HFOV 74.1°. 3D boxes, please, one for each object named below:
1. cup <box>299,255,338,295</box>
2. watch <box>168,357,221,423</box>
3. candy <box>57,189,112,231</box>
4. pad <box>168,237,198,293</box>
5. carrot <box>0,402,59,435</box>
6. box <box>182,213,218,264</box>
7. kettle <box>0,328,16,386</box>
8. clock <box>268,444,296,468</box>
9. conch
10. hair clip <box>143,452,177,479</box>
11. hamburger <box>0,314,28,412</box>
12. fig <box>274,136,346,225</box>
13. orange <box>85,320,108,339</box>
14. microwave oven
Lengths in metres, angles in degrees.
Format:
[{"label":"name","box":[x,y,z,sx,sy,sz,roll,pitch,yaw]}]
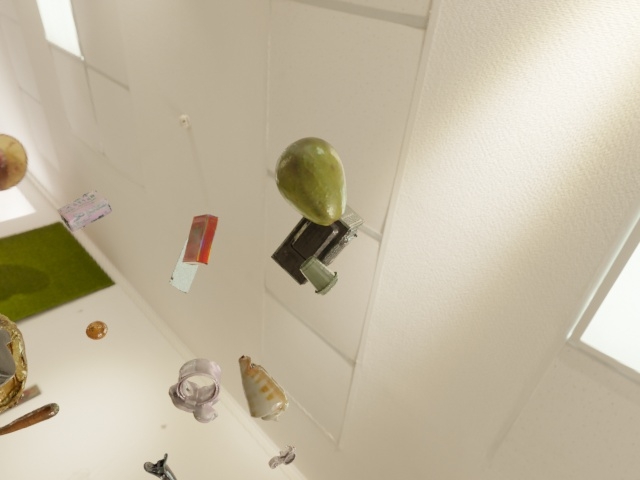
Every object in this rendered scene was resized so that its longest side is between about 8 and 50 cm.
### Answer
[{"label":"cup","box":[-0.009,0.133,1.661,0.141,0.120,0.120,46,-39,-6]},{"label":"watch","box":[-0.528,0.661,1.891,0.218,0.248,0.211,-55,-159,15]},{"label":"candy","box":[-0.870,-0.109,1.563,0.092,0.160,0.073,35,-38,19]},{"label":"pad","box":[-0.632,0.122,2.009,0.003,0.235,0.158,6,-23,20]},{"label":"carrot","box":[-0.883,0.539,1.272,0.047,0.191,0.047,159,-90,-85]},{"label":"box","box":[-0.421,-0.002,1.489,0.112,0.048,0.175,-3,-108,47]},{"label":"kettle","box":[-0.805,0.314,0.855,0.203,0.308,0.262,47,-20,17]},{"label":"clock","box":[-0.157,0.907,1.772,0.041,0.129,0.087,35,-64,45]},{"label":"conch","box":[-0.204,0.499,1.383,0.255,0.127,0.158,52,-22,-10]},{"label":"hair clip","box":[-0.513,0.853,1.460,0.048,0.083,0.275,37,-34,65]},{"label":"hamburger","box":[-0.938,0.336,1.100,0.158,0.318,0.319,-14,-80,45]},{"label":"fig","box":[-0.023,-0.209,1.533,0.258,0.258,0.326,-38,-103,51]},{"label":"orange","box":[-0.936,0.377,1.772,0.083,0.083,0.084,26,-52,38]},{"label":"microwave oven","box":[0.000,0.000,1.899,0.218,0.286,0.355,43,-70,7]}]
